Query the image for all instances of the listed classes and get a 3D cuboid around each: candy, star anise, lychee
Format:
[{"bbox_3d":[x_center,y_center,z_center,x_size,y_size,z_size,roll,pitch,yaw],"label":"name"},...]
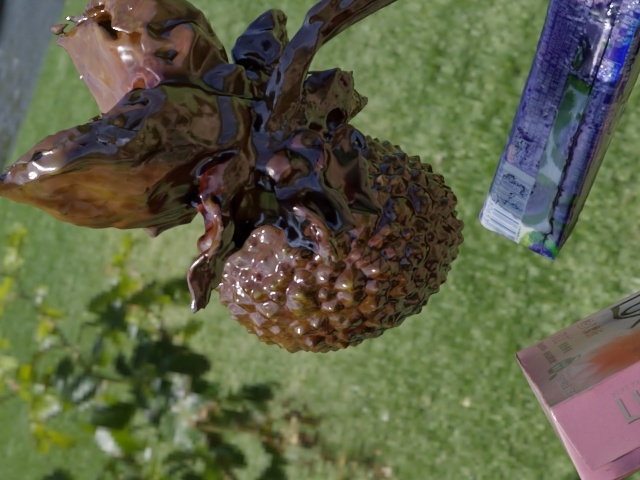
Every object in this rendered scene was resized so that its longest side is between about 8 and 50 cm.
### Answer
[{"bbox_3d":[0.222,-0.118,1.223,0.061,0.088,0.312,-42,-25,-41],"label":"candy"},{"bbox_3d":[-0.038,-0.102,0.832,0.237,0.346,0.148,50,171,22],"label":"star anise"},{"bbox_3d":[0.000,0.000,1.137,0.238,0.200,0.200,-9,62,26],"label":"lychee"}]

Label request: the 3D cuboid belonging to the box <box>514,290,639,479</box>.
[{"bbox_3d":[0.180,0.079,0.794,0.060,0.111,0.156,62,-177,-7],"label":"box"}]
